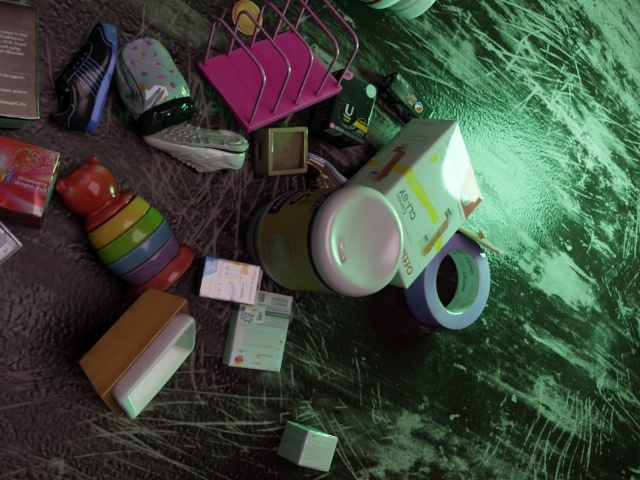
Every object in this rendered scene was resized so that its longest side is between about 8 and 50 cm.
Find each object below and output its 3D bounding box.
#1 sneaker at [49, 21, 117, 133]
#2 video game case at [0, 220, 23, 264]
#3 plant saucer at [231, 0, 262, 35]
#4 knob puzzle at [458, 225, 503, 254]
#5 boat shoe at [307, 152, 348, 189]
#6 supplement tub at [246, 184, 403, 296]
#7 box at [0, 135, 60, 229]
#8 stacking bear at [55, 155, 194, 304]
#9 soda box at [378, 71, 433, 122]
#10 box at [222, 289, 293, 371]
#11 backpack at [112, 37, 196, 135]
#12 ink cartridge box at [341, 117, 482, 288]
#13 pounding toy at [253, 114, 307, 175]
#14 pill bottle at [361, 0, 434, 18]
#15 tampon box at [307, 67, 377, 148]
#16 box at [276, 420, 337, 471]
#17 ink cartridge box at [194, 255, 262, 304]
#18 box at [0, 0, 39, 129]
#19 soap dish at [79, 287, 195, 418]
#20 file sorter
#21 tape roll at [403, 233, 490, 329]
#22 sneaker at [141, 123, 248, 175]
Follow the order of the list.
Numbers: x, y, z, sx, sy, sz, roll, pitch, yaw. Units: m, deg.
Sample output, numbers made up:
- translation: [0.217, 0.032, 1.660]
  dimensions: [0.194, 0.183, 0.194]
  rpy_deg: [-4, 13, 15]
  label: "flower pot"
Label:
- translation: [-0.475, -0.336, 1.361]
  dimensions: [0.090, 0.081, 0.232]
  rpy_deg: [14, 83, -42]
  label: "sneaker"
- translation: [-0.684, -0.005, 1.250]
  dimensions: [0.173, 0.022, 0.190]
  rpy_deg: [-47, 116, -25]
  label: "video game case"
- translation: [-0.174, -0.532, 1.618]
  dimensions: [0.083, 0.013, 0.083]
  rpy_deg: [-1, 92, -36]
  label: "plant saucer"
- translation: [0.461, -0.014, 1.971]
  dimensions: [0.213, 0.213, 0.030]
  rpy_deg: [25, 101, -33]
  label: "knob puzzle"
- translation: [0.007, -0.157, 1.721]
  dimensions: [0.183, 0.066, 0.066]
  rpy_deg: [33, 73, -31]
  label: "boat shoe"
- translation: [0.000, 0.000, 1.554]
  dimensions: [0.241, 0.331, 0.241]
  rpy_deg: [-1, 91, -36]
  label: "supplement tub"
- translation: [-0.608, -0.120, 1.200]
  dimensions: [0.257, 0.122, 0.128]
  rpy_deg: [16, 73, -19]
  label: "box"
- translation: [-0.406, -0.030, 1.375]
  dimensions: [0.175, 0.164, 0.289]
  rpy_deg: [-46, 111, -25]
  label: "stacking bear"
- translation: [0.239, -0.388, 1.893]
  dimensions: [0.169, 0.053, 0.060]
  rpy_deg: [40, 69, -29]
  label: "soda box"
- translation: [-0.149, 0.214, 1.629]
  dimensions: [0.145, 0.038, 0.186]
  rpy_deg: [14, 81, -34]
  label: "box"
- translation: [-0.353, -0.326, 1.415]
  dimensions: [0.152, 0.115, 0.182]
  rpy_deg: [-29, 89, -40]
  label: "backpack"
- translation: [0.236, -0.103, 1.802]
  dimensions: [0.385, 0.160, 0.279]
  rpy_deg: [-45, 127, -26]
  label: "ink cartridge box"
- translation: [-0.096, -0.237, 1.640]
  dimensions: [0.130, 0.100, 0.141]
  rpy_deg: [-9, 106, -35]
  label: "pounding toy"
- translation: [0.117, -0.733, 1.696]
  dimensions: [0.407, 0.229, 0.229]
  rpy_deg: [22, 78, -34]
  label: "pill bottle"
- translation: [0.056, -0.334, 1.732]
  dimensions: [0.120, 0.101, 0.161]
  rpy_deg: [21, 78, -35]
  label: "tampon box"
- translation: [-0.032, 0.508, 1.676]
  dimensions: [0.102, 0.101, 0.087]
  rpy_deg: [26, 76, -33]
  label: "box"
- translation: [-0.201, 0.093, 1.533]
  dimensions: [0.143, 0.090, 0.092]
  rpy_deg: [11, 83, -15]
  label: "ink cartridge box"
- translation: [-0.607, -0.312, 1.212]
  dimensions: [0.167, 0.168, 0.203]
  rpy_deg: [-1, 91, -35]
  label: "box"
- translation: [-0.356, 0.227, 1.344]
  dimensions: [0.118, 0.291, 0.229]
  rpy_deg: [37, 67, 5]
  label: "soap dish"
- translation: [-0.090, -0.419, 1.532]
  dimensions: [0.290, 0.182, 0.202]
  rpy_deg: [-30, 76, -32]
  label: "file sorter"
- translation: [0.370, 0.117, 1.972]
  dimensions: [0.275, 0.090, 0.275]
  rpy_deg: [0, 90, -35]
  label: "tape roll"
- translation: [-0.280, -0.199, 1.504]
  dimensions: [0.235, 0.090, 0.095]
  rpy_deg: [9, 128, -21]
  label: "sneaker"
